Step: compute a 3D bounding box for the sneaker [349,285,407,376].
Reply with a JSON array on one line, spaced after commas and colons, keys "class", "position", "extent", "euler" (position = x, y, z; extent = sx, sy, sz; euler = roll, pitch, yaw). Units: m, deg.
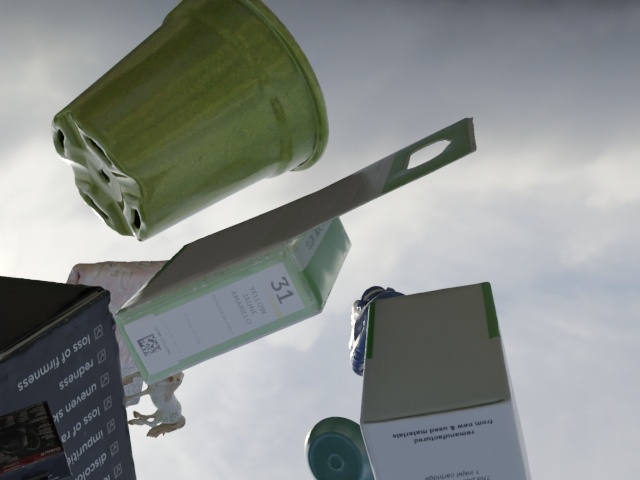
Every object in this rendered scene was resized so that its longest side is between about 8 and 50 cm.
[{"class": "sneaker", "position": [0.077, 0.115, 1.377], "extent": [0.112, 0.131, 0.296], "euler": [-18, 157, -4]}]

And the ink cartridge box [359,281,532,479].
[{"class": "ink cartridge box", "position": [0.126, 0.214, 0.909], "extent": [0.122, 0.289, 0.211], "euler": [-11, -157, 9]}]

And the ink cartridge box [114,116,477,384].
[{"class": "ink cartridge box", "position": [0.000, 0.000, 0.659], "extent": [0.235, 0.056, 0.171], "euler": [-22, -170, 12]}]

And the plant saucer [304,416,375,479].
[{"class": "plant saucer", "position": [0.025, 0.308, 1.437], "extent": [0.119, 0.119, 0.021], "euler": [12, -167, 27]}]

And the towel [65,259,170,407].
[{"class": "towel", "position": [-0.378, 0.181, 1.839], "extent": [0.053, 0.317, 0.332], "euler": [27, -169, 22]}]

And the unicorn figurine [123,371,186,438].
[{"class": "unicorn figurine", "position": [-0.245, 0.233, 1.530], "extent": [0.111, 0.162, 0.060], "euler": [-8, -129, 10]}]

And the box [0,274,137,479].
[{"class": "box", "position": [-0.429, 0.335, 1.039], "extent": [0.297, 0.471, 0.480], "euler": [4, -158, 24]}]

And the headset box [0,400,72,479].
[{"class": "headset box", "position": [-0.257, 0.185, 0.891], "extent": [0.062, 0.032, 0.083], "euler": [-19, -143, -18]}]

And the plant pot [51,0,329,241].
[{"class": "plant pot", "position": [-0.174, -0.138, 1.248], "extent": [0.254, 0.276, 0.276], "euler": [-39, -142, -26]}]
